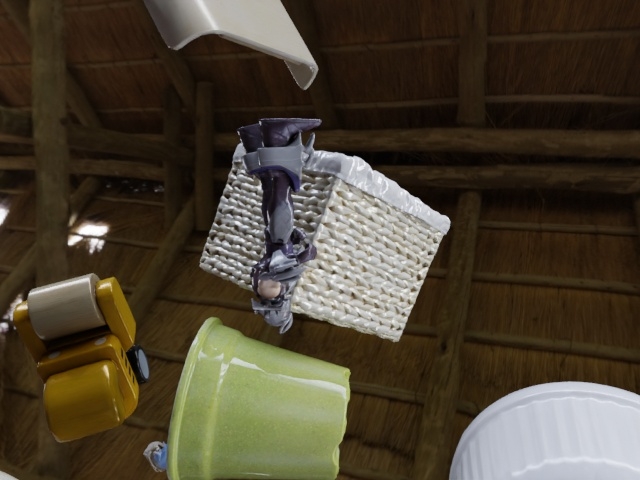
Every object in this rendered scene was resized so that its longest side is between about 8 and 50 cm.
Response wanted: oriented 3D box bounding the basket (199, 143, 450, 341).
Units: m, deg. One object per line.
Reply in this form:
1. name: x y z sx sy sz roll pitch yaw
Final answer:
1. basket: 0.000 0.000 0.979 0.328 0.331 0.267 17 -96 47

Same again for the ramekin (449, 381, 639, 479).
1. ramekin: 0.250 0.283 0.474 0.272 0.127 0.273 3 -80 19

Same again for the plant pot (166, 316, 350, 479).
1. plant pot: -0.085 0.285 0.856 0.253 0.276 0.276 8 -85 3

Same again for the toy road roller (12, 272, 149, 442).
1. toy road roller: -0.499 0.261 1.084 0.202 0.241 0.330 -16 -64 -9

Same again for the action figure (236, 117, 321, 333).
1. action figure: -0.053 -0.013 0.676 0.099 0.185 0.285 -3 -81 -14

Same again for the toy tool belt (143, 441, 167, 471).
1. toy tool belt: -0.292 0.416 0.976 0.051 0.052 0.083 -25 -67 30

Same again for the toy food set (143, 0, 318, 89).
1. toy food set: -0.147 -0.346 0.772 0.092 0.306 0.220 -34 -102 31

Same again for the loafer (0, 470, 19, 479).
1. loafer: -0.189 0.266 0.294 0.101 0.092 0.269 -28 -101 0
